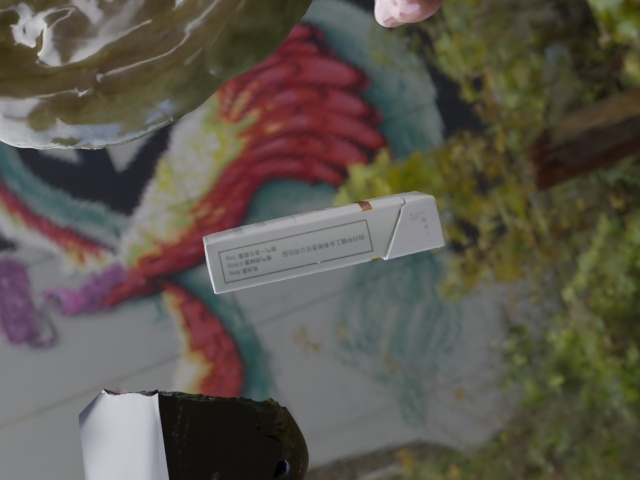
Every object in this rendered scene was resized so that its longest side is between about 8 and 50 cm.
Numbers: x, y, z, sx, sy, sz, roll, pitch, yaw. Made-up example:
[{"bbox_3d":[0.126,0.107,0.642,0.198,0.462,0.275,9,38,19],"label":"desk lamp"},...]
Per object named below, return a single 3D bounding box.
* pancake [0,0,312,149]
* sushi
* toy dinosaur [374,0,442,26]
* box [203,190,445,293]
[{"bbox_3d":[-0.093,-0.146,0.676,0.050,0.242,0.242,36,-150,-62],"label":"pancake"},{"bbox_3d":[-0.127,0.250,1.831,0.227,0.212,0.215,-43,52,52],"label":"sushi"},{"bbox_3d":[0.090,-0.316,1.605,0.152,0.194,0.177,6,-124,-52],"label":"toy dinosaur"},{"bbox_3d":[0.000,-0.001,1.134,0.084,0.154,0.040,-163,62,-85],"label":"box"}]
